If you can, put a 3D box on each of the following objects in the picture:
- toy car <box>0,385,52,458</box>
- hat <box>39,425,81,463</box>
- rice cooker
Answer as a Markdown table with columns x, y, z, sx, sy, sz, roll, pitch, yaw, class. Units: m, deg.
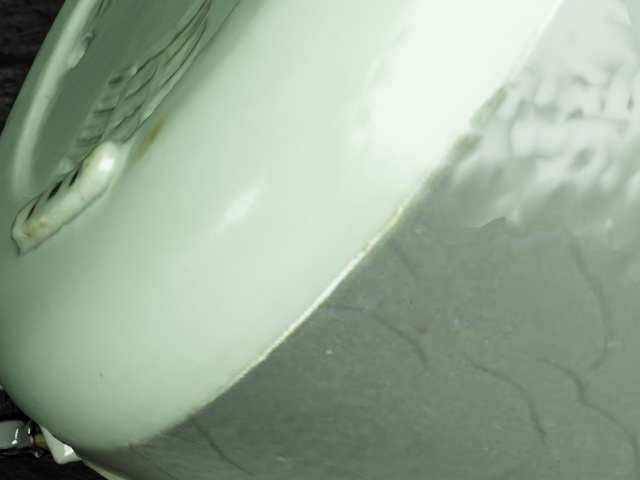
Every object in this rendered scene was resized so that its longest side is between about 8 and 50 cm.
| x | y | z | sx | sy | sz | roll | pitch | yaw | class |
| --- | --- | --- | --- | --- | --- | --- | --- | --- | --- |
| -0.097 | 0.081 | 1.104 | 0.124 | 0.101 | 0.256 | 15 | 162 | -43 | toy car |
| 0.000 | 0.004 | 0.923 | 0.258 | 0.168 | 0.301 | -34 | 145 | 17 | hat |
| 0.075 | -0.019 | 0.488 | 0.277 | 0.288 | 0.288 | 32 | 148 | -21 | rice cooker |
